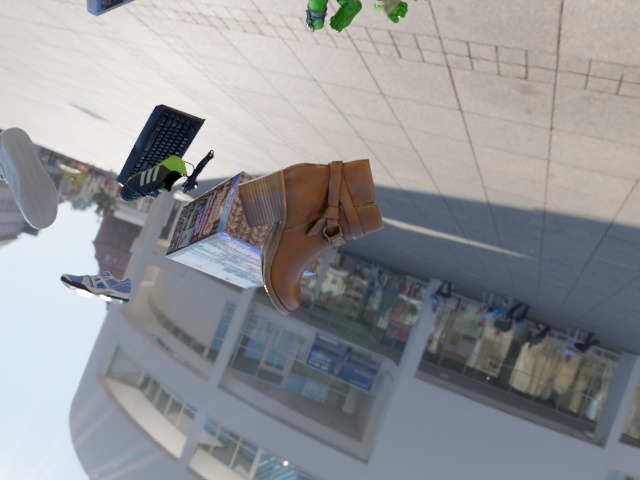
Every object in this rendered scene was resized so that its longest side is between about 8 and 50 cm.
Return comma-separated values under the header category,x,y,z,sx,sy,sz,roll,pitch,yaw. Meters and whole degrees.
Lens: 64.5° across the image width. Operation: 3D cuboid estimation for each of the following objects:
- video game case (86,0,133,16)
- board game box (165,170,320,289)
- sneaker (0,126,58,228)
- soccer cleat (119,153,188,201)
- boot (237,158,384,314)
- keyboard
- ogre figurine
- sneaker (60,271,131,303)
category,x,y,z,sx,sy,sz,roll,pitch,yaw
video game case,-0.302,-0.476,0.809,0.023,0.201,0.183,26,134,3
board game box,-0.169,-0.007,1.142,0.232,0.141,0.291,27,153,-32
sneaker,-0.879,-0.174,1.490,0.169,0.292,0.108,-2,-164,40
soccer cleat,-0.397,-0.135,1.204,0.072,0.179,0.060,62,-174,27
boot,0.000,0.000,0.599,0.153,0.197,0.073,-13,-143,-2
keyboard,-0.376,-0.204,1.292,0.202,0.033,0.317,14,141,-33
ogre figurine,0.058,-0.390,0.771,0.197,0.096,0.118,10,161,25
sneaker,-0.701,0.136,1.591,0.211,0.081,0.080,18,156,-20
